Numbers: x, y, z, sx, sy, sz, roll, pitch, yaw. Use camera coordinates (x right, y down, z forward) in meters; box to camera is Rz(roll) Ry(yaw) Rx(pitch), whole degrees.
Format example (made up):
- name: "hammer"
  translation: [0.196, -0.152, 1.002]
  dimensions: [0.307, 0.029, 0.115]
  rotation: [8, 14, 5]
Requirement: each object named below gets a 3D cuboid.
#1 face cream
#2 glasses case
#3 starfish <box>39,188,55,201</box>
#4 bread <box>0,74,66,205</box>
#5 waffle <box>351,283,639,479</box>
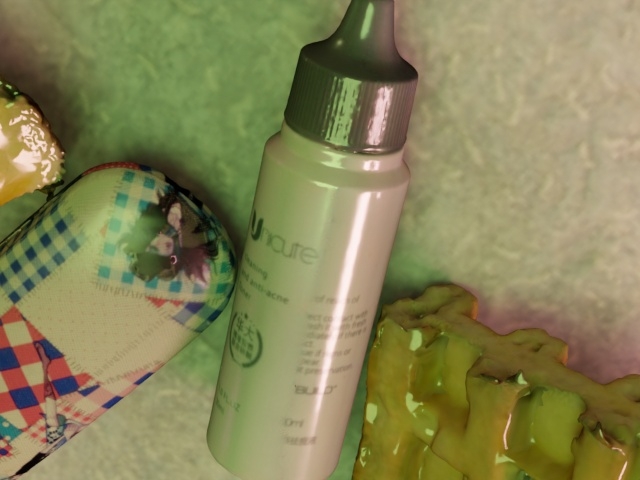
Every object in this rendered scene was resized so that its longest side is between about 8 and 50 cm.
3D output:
- name: "face cream"
  translation: [0.000, 0.000, 0.809]
  dimensions: [0.092, 0.092, 0.311]
  rotation: [16, 115, 5]
- name: "glasses case"
  translation: [-0.194, 0.071, 0.881]
  dimensions: [0.327, 0.076, 0.125]
  rotation: [-38, 107, 23]
- name: "starfish"
  translation: [-0.249, -0.202, 0.782]
  dimensions: [0.301, 0.084, 0.293]
  rotation: [29, 116, 3]
- name: "bread"
  translation: [-0.249, -0.062, 0.806]
  dimensions: [0.160, 0.169, 0.140]
  rotation: [-33, 126, -1]
- name: "waffle"
  translation: [0.152, 0.217, 0.801]
  dimensions: [0.348, 0.077, 0.304]
  rotation: [27, 121, 35]
